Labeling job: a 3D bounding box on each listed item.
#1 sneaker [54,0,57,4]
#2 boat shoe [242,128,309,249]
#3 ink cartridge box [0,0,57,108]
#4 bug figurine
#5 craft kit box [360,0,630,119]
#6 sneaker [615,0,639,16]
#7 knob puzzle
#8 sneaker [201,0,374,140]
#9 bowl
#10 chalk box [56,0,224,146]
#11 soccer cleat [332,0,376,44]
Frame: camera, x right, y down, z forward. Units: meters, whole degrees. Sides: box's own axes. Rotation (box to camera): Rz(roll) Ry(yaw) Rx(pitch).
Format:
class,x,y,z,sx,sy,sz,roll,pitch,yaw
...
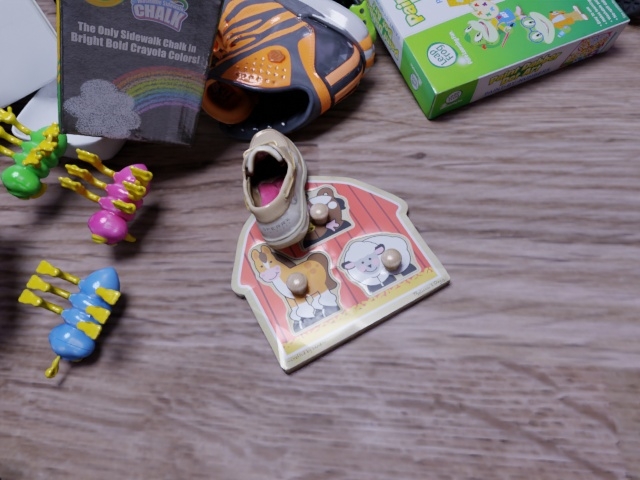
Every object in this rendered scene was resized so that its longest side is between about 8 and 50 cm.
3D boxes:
class,x,y,z,sx,sy,sz,roll,pitch,yaw
sneaker,-0.369,-0.379,0.709,0.081,0.080,0.211,-36,61,-11
boat shoe,-0.049,-0.070,0.458,0.062,0.059,0.170,-23,45,7
ink cartridge box,-0.546,-0.278,0.592,0.285,0.166,0.395,-39,52,-16
bug figurine,-0.278,-0.010,0.455,0.278,0.072,0.216,23,76,16
craft kit box,0.188,-0.299,0.557,0.246,0.061,0.250,-23,72,-3
sneaker,0.407,-0.383,0.594,0.097,0.084,0.235,-4,57,5
knob puzzle,0.000,0.000,0.444,0.213,0.030,0.213,-4,57,6
sneaker,-0.109,-0.239,0.555,0.321,0.125,0.180,30,65,24
bowl,-0.287,-0.157,0.572,0.142,0.053,0.142,11,60,14
chalk box,-0.177,-0.218,0.435,0.132,0.213,0.132,0,45,-31
soccer cleat,0.017,-0.307,0.603,0.060,0.072,0.179,-28,48,-11
